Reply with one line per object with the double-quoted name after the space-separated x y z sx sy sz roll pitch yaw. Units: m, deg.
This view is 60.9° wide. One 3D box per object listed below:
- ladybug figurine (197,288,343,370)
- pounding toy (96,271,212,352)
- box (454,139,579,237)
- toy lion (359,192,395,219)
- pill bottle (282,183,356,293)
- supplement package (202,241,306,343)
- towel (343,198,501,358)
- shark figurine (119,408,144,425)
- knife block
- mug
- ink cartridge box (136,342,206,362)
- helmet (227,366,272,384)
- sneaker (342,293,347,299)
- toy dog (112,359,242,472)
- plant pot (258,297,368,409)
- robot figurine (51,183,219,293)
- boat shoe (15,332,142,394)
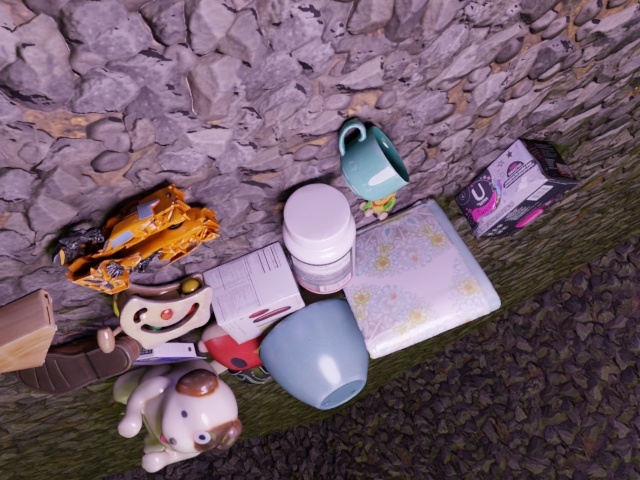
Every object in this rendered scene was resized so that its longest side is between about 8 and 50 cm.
-0.131 0.266 1.595 0.449 0.162 0.305 -16 164 -12 "ladybug figurine"
-0.398 0.141 1.259 0.269 0.155 0.154 -24 128 -22 "pounding toy"
0.510 -0.133 1.440 0.163 0.142 0.247 -2 146 -38 "box"
0.149 -0.098 1.323 0.100 0.034 0.096 9 132 -50 "toy lion"
0.000 0.000 1.222 0.161 0.161 0.283 -21 155 -6 "pill bottle"
-0.156 0.137 1.369 0.203 0.149 0.194 -22 155 -2 "supplement package"
0.211 0.081 1.340 0.320 0.374 0.090 -25 135 3 "towel"
-0.565 0.536 1.898 0.278 0.166 0.116 -18 135 29 "shark figurine"
-0.693 0.213 1.110 0.242 0.088 0.275 -4 149 -39 "knife block"
0.092 -0.154 1.064 0.097 0.157 0.129 -32 178 22 "mug"
-0.460 0.316 1.505 0.206 0.045 0.208 -13 161 26 "ink cartridge box"
-0.217 0.405 1.834 0.161 0.169 0.169 24 129 -38 "helmet"
0.062 0.226 1.804 0.330 0.146 0.122 -38 144 -28 "sneaker"
-0.371 0.487 1.559 0.395 0.284 0.408 -20 -177 -27 "toy dog"
0.011 0.317 1.409 0.290 0.195 0.290 -22 147 -16 "plant pot"
-0.348 0.009 1.020 0.291 0.085 0.211 -29 154 11 "robot figurine"
-0.587 0.299 1.345 0.307 0.110 0.104 -10 -165 7 "boat shoe"
